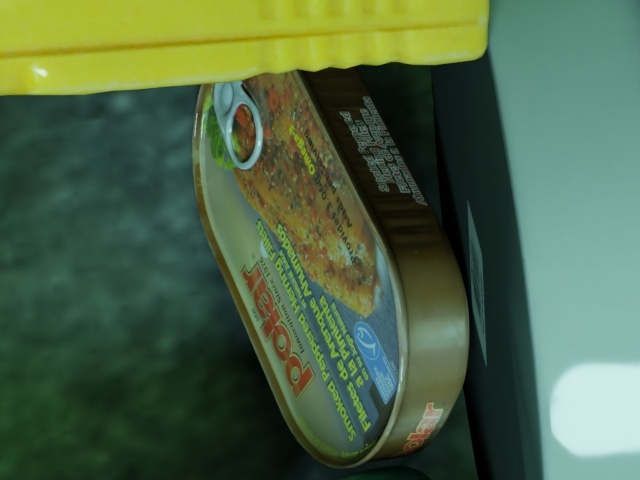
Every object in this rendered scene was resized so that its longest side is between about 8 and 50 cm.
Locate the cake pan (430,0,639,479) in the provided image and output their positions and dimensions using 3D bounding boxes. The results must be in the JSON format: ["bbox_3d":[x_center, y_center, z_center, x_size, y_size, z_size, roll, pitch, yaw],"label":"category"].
[{"bbox_3d":[0.080,0.013,0.603,0.054,0.293,0.293,-7,92,0],"label":"cake pan"}]

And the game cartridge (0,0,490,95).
[{"bbox_3d":[-0.157,-0.077,0.542,0.323,0.285,0.053,-4,103,-26],"label":"game cartridge"}]

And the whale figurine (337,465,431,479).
[{"bbox_3d":[-0.074,0.151,0.615,0.272,0.216,0.141,-31,109,-3],"label":"whale figurine"}]

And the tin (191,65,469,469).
[{"bbox_3d":[0.000,0.000,0.688,0.040,0.106,0.190,-1,51,-33],"label":"tin"}]
